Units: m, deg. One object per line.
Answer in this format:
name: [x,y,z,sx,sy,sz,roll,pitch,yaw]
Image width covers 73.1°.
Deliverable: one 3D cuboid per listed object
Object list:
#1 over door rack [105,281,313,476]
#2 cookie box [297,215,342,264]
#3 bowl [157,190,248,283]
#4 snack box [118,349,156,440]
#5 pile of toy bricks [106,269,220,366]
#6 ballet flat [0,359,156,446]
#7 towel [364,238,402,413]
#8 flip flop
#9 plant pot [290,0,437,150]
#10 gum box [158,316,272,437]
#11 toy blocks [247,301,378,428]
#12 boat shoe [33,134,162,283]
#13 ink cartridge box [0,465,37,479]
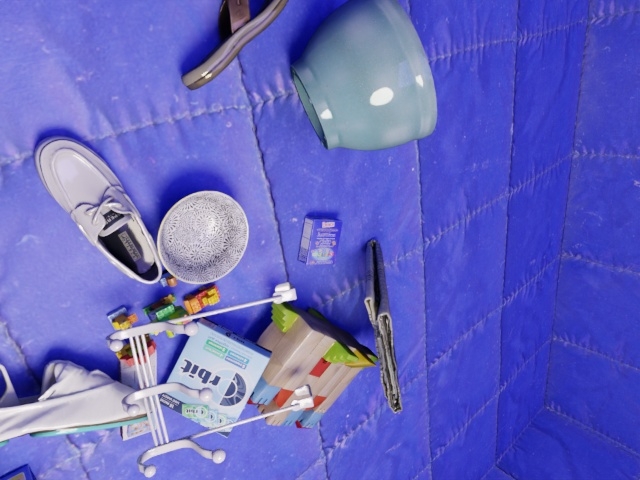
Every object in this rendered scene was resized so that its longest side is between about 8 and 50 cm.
over door rack: [-0.159,0.225,0.727,0.324,0.108,0.239,-13,102,-26]
cookie box: [0.000,0.000,1.010,0.092,0.040,0.107,1,104,-41]
bowl: [-0.224,-0.014,0.785,0.170,0.080,0.170,-15,114,-36]
snack box: [-0.347,0.291,0.823,0.064,0.022,0.178,-6,109,-39]
pile of toy bricks: [-0.270,0.132,0.778,0.212,0.105,0.118,-31,123,-30]
ballet flat: [-0.452,0.248,0.658,0.400,0.139,0.139,3,103,-40]
towel: [0.150,0.204,1.078,0.056,0.324,0.312,-7,118,7]
flip flop: [-0.144,-0.368,0.727,0.277,0.112,0.080,-49,116,-10]
plant pot: [0.062,-0.293,0.828,0.196,0.293,0.293,-26,125,-1]
gum box: [-0.207,0.267,0.845,0.157,0.041,0.184,28,97,-3]
toy blocks: [-0.051,0.311,1.003,0.261,0.191,0.381,-51,140,1]
boat shoe: [-0.334,-0.037,0.675,0.096,0.088,0.267,-35,125,-27]
ink cartridge box: [-0.452,0.553,0.656,0.151,0.270,0.395,-26,121,-34]
